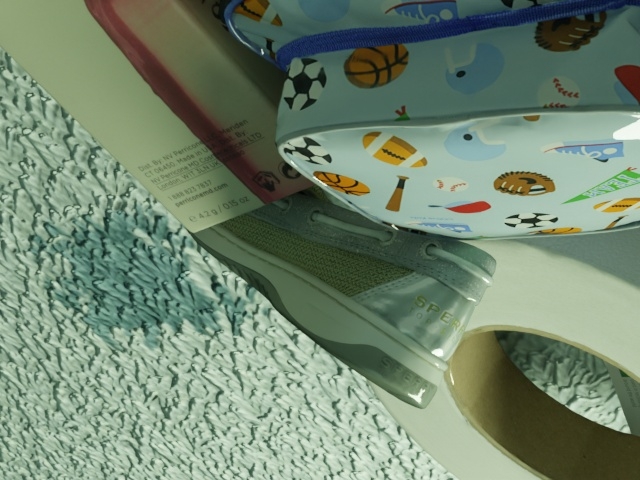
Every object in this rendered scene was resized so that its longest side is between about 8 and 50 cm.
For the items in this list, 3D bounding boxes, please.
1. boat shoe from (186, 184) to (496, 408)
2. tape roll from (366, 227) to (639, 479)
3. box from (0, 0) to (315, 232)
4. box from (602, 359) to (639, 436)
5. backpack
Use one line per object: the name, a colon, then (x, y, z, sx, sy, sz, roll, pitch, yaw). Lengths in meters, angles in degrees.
boat shoe: (-0.001, -0.001, 0.760, 0.118, 0.103, 0.320, 35, -179, -32)
tape roll: (0.197, 0.112, 0.832, 0.392, 0.072, 0.392, 27, 149, 17)
box: (-0.087, -0.144, 0.680, 0.126, 0.149, 0.232, -19, 128, 36)
box: (0.403, 0.130, 0.872, 0.322, 0.058, 0.232, -5, 135, 27)
backpack: (0.104, -0.110, 0.577, 0.276, 0.213, 0.263, 3, 173, 27)
